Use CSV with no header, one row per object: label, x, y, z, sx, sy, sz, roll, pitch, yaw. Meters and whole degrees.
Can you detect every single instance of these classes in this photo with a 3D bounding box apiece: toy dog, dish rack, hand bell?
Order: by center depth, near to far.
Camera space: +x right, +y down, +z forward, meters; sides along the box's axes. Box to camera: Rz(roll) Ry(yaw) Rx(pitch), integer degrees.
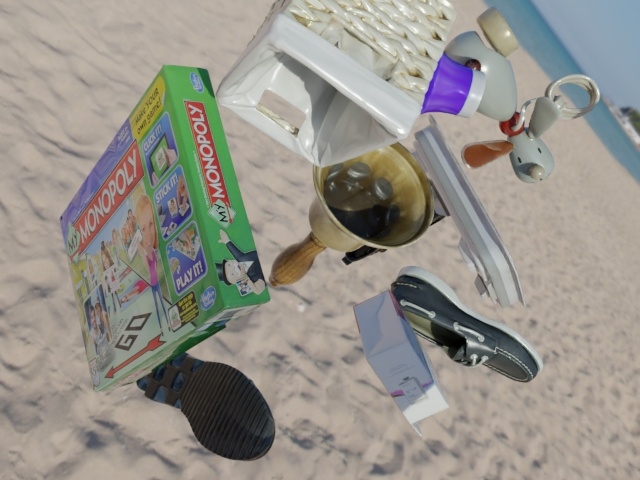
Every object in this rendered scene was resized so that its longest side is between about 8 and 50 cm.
hand bell,0.000,0.000,0.673,0.126,0.242,0.126,12,60,-22
toy dog,0.304,-0.225,1.063,0.334,0.220,0.161,32,31,-12
dish rack,0.257,-0.037,1.149,0.333,0.072,0.285,67,10,29

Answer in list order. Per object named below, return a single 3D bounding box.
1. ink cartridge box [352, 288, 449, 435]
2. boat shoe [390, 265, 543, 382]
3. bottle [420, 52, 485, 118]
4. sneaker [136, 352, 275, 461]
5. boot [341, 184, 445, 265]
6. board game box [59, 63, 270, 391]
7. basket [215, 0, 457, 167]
ink cartridge box,0.125,0.183,0.937,0.198,0.067,0.115,58,11,-33
boat shoe,0.242,0.167,1.098,0.302,0.114,0.091,33,59,1
bottle,0.079,-0.235,0.862,0.283,0.092,0.118,15,13,-5
sneaker,-0.157,0.264,1.035,0.330,0.122,0.146,18,-16,48
boot,0.178,-0.045,1.337,0.091,0.263,0.229,49,24,11
board game box,-0.173,0.010,0.622,0.046,0.317,0.213,-6,71,-39
basket,0.007,-0.132,0.467,0.113,0.103,0.167,32,-11,-17
